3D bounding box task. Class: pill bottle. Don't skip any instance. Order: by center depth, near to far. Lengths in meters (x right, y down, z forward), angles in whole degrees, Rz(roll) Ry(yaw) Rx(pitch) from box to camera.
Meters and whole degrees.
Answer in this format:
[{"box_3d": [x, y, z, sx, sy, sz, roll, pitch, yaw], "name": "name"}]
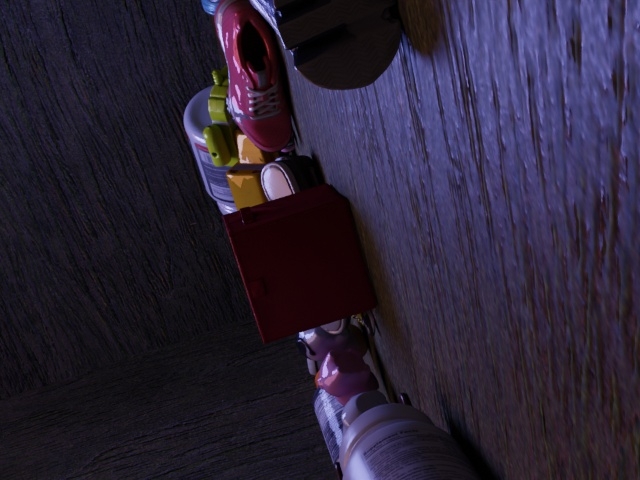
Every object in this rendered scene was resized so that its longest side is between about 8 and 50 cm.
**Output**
[{"box_3d": [0.114, 0.309, 1.148, 0.283, 0.160, 0.160, -122, 15, -71], "name": "pill bottle"}, {"box_3d": [0.061, 0.369, 2.082, 0.246, 0.130, 0.130, -113, 7, -47], "name": "pill bottle"}, {"box_3d": [-0.219, -0.218, 2.588, 0.363, 0.210, 0.210, 80, 171, -55], "name": "pill bottle"}]

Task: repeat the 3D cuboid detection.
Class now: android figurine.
[{"box_3d": [-0.179, -0.279, 2.195, 0.248, 0.056, 0.273, -60, -32, -37], "name": "android figurine"}]

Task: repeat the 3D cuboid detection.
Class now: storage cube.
[{"box_3d": [-0.038, 0.030, 1.618, 0.184, 0.193, 0.215, -129, 23, -76], "name": "storage cube"}]

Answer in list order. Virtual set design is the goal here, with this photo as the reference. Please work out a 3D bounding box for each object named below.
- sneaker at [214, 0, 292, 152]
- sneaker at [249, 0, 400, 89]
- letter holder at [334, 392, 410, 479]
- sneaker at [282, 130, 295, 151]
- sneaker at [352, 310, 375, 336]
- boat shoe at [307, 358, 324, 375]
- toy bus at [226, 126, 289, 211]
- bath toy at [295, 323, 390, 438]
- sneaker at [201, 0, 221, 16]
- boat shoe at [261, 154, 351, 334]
[{"box_3d": [-0.123, -0.295, 1.847, 0.136, 0.115, 0.314, -121, 14, -62], "name": "sneaker"}, {"box_3d": [-0.037, -0.286, 0.885, 0.182, 0.127, 0.316, -137, 28, -75], "name": "sneaker"}, {"box_3d": [0.108, 0.411, 1.632, 0.302, 0.152, 0.214, 79, 173, -54], "name": "letter holder"}, {"box_3d": [-0.082, -0.241, 2.023, 0.119, 0.047, 0.057, 62, 165, 20], "name": "sneaker"}, {"box_3d": [0.069, 0.128, 1.688, 0.031, 0.035, 0.083, 81, 170, -64], "name": "sneaker"}, {"box_3d": [0.018, 0.205, 2.205, 0.305, 0.091, 0.109, 81, -153, -49], "name": "boat shoe"}, {"box_3d": [-0.113, -0.086, 2.167, 0.130, 0.108, 0.333, -46, -50, -44], "name": "toy bus"}, {"box_3d": [0.042, 0.249, 1.831, 0.129, 0.151, 0.348, -66, 35, 34], "name": "bath toy"}, {"box_3d": [-0.220, -0.592, 2.109, 0.125, 0.104, 0.262, 104, 149, -46], "name": "sneaker"}, {"box_3d": [0.000, 0.000, 1.803, 0.112, 0.095, 0.335, -19, 93, 49], "name": "boat shoe"}]
